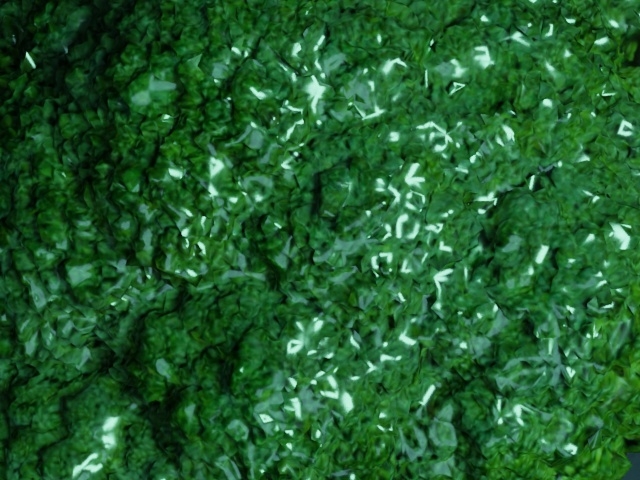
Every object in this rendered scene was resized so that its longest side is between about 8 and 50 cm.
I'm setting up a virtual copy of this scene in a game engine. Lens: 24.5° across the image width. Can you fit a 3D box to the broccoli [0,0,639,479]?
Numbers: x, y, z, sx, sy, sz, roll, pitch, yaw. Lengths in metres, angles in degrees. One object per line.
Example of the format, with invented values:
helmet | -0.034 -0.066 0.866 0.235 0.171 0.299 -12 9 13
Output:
broccoli | 0.000 0.000 0.526 0.321 0.304 0.283 -6 154 17
